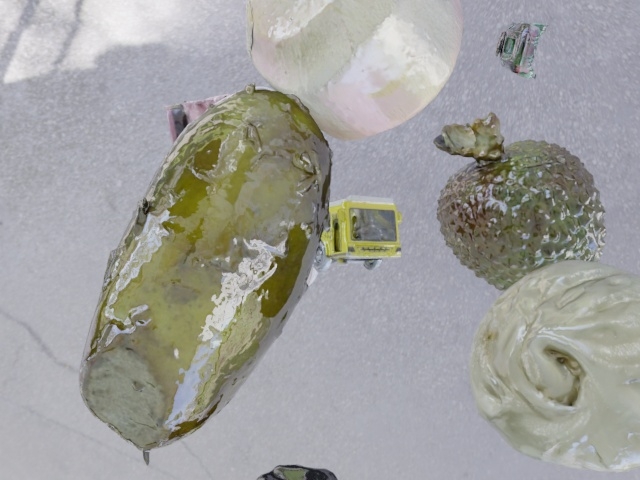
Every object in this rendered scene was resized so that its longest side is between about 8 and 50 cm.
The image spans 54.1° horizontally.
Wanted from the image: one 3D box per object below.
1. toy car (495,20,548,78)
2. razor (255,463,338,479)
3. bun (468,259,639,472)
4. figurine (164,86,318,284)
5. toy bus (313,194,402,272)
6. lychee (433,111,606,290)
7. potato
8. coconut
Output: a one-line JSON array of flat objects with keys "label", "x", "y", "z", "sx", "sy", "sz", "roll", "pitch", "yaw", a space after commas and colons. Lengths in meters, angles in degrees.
[{"label": "toy car", "x": 0.269, "y": -0.264, "z": 0.855, "sx": 0.055, "sy": 0.142, "sz": 0.069, "roll": 10, "pitch": 111, "yaw": 4}, {"label": "razor", "x": -0.022, "y": 0.388, "z": 0.586, "sx": 0.107, "sy": 0.327, "sz": 0.189, "roll": 3, "pitch": 131, "yaw": -5}, {"label": "bun", "x": 0.202, "y": 0.094, "z": 0.502, "sx": 0.183, "sy": 0.102, "sz": 0.184, "roll": -11, "pitch": 68, "yaw": 29}, {"label": "figurine", "x": -0.103, "y": -0.061, "z": 0.981, "sx": 0.253, "sy": 0.210, "sz": 0.362, "roll": 5, "pitch": 101, "yaw": 54}, {"label": "toy bus", "x": 0.000, "y": 0.000, "z": 0.718, "sx": 0.226, "sy": 0.081, "sz": 0.074, "roll": -8, "pitch": 80, "yaw": 61}, {"label": "lychee", "x": 0.325, "y": -0.048, "z": 1.036, "sx": 0.269, "sy": 0.270, "sz": 0.320, "roll": -19, "pitch": 81, "yaw": 25}, {"label": "potato", "x": -0.065, "y": 0.017, "z": 0.404, "sx": 0.113, "sy": 0.252, "sz": 0.149, "roll": 13, "pitch": 159, "yaw": 14}, {"label": "coconut", "x": 0.036, "y": -0.170, "z": 0.522, "sx": 0.170, "sy": 0.182, "sz": 0.171, "roll": -14, "pitch": 67, "yaw": 36}]
